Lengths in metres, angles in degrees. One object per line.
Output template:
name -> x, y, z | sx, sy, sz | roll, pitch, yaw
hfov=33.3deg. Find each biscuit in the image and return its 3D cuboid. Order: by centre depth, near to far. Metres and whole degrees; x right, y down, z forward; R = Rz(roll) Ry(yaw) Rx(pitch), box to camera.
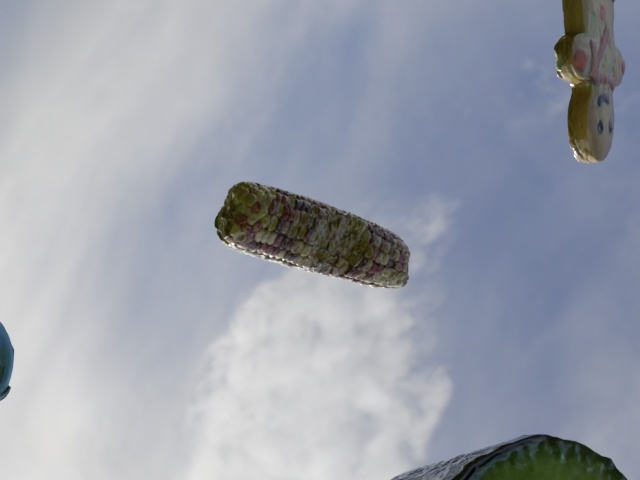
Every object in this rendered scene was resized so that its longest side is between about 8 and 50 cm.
biscuit -> 0.278, -0.196, 1.095 | 0.030, 0.153, 0.234 | 0, -89, 37

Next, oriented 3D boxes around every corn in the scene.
corn -> 0.000, 0.000, 1.409 | 0.098, 0.290, 0.098 | -45, -145, 45

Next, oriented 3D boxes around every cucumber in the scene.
cucumber -> 0.074, 0.133, 0.518 | 0.115, 0.116, 0.062 | -41, -123, 58

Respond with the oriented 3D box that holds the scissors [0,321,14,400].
scissors -> -0.271, 0.064, 0.626 | 0.030, 0.125, 0.256 | -13, -176, 23
